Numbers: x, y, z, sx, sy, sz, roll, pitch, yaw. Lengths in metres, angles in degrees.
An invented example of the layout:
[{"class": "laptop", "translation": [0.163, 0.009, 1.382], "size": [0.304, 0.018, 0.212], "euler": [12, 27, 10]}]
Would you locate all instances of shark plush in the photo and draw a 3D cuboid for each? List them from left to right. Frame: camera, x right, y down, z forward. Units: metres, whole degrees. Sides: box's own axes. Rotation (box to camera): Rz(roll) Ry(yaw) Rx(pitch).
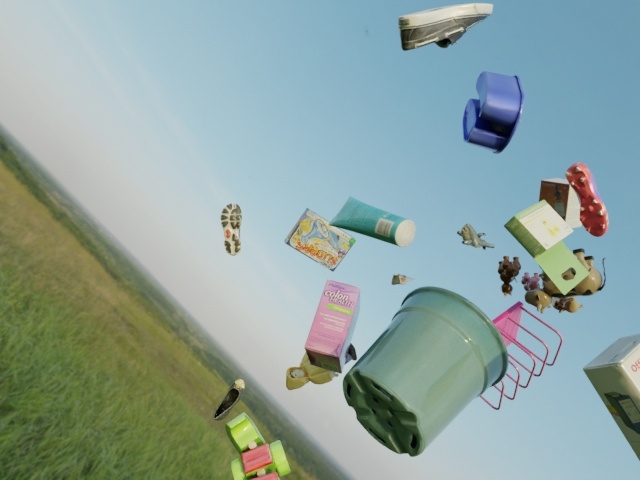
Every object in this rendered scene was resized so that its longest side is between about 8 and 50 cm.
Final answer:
[{"class": "shark plush", "translation": [0.578, -0.003, 1.626], "size": [0.161, 0.067, 0.073], "euler": [31, 29, -9]}]

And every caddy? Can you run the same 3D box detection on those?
[{"class": "caddy", "translation": [0.658, -0.477, 1.656], "size": [0.179, 0.341, 0.241], "euler": [14, -44, 2]}]

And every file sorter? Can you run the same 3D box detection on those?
[{"class": "file sorter", "translation": [0.628, 0.389, 1.480], "size": [0.182, 0.291, 0.202], "euler": [41, -28, 44]}]

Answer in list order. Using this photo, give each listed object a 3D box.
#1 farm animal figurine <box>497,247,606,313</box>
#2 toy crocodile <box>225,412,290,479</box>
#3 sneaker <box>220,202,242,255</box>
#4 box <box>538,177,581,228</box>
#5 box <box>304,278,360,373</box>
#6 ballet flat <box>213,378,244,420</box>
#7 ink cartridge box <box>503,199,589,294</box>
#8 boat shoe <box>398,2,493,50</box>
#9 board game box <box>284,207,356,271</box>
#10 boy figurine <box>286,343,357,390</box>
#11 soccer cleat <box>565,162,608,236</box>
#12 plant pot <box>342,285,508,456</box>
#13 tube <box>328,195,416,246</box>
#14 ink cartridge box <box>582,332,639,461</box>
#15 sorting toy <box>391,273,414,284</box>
[{"class": "farm animal figurine", "translation": [0.755, 0.151, 1.423], "size": [0.330, 0.172, 0.327], "euler": [16, -26, -20]}, {"class": "toy crocodile", "translation": [-0.101, 0.495, 0.847], "size": [0.105, 0.115, 0.340], "euler": [85, -18, -46]}, {"class": "sneaker", "translation": [-0.289, -0.035, 1.436], "size": [0.071, 0.068, 0.169], "euler": [169, -79, -80]}, {"class": "box", "translation": [0.903, -0.141, 1.666], "size": [0.130, 0.091, 0.170], "euler": [-147, -128, -64]}, {"class": "box", "translation": [0.047, 0.291, 1.485], "size": [0.117, 0.243, 0.213], "euler": [13, -28, 12]}, {"class": "ballet flat", "translation": [-0.345, 0.609, 1.689], "size": [0.057, 0.173, 0.049], "euler": [30, -11, 12]}, {"class": "ink cartridge box", "translation": [0.632, 0.011, 1.203], "size": [0.235, 0.171, 0.056], "euler": [54, -38, 19]}, {"class": "boat shoe", "translation": [0.347, -0.587, 1.223], "size": [0.108, 0.301, 0.102], "euler": [36, -38, 52]}, {"class": "board game box", "translation": [0.000, 0.000, 1.472], "size": [0.201, 0.136, 0.035], "euler": [31, 10, -22]}, {"class": "boy figurine", "translation": [-0.010, 0.465, 1.676], "size": [0.177, 0.285, 0.092], "euler": [48, -25, 48]}, {"class": "soccer cleat", "translation": [0.871, -0.135, 1.431], "size": [0.083, 0.095, 0.248], "euler": [-28, -98, 56]}, {"class": "plant pot", "translation": [0.258, 0.354, 1.176], "size": [0.341, 0.334, 0.341], "euler": [31, -41, 32]}, {"class": "tube", "translation": [0.097, -0.039, 0.886], "size": [0.207, 0.080, 0.052], "euler": [26, -19, 51]}, {"class": "ink cartridge box", "translation": [0.647, 0.306, 0.866], "size": [0.212, 0.154, 0.093], "euler": [62, -28, 10]}, {"class": "sorting toy", "translation": [0.340, 0.158, 1.806], "size": [0.083, 0.075, 0.044], "euler": [159, -68, -71]}]
